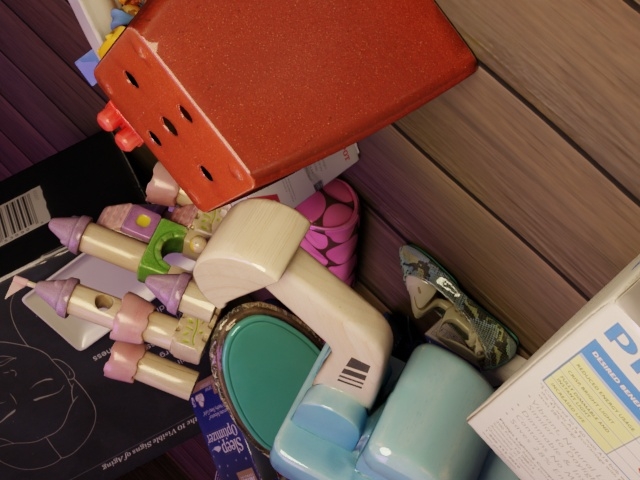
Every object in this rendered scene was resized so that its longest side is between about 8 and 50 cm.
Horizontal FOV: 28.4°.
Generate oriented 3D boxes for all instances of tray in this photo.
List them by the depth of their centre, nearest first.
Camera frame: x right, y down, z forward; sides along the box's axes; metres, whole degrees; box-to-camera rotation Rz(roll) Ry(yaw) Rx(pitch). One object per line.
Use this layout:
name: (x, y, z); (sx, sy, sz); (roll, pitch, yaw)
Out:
tray: (-0.299, 0.045, 1.894); (0.145, 0.270, 0.030); (51, -174, -38)

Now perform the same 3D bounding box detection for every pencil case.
pencil case: (0.000, 0.000, 1.607); (0.098, 0.095, 0.209); (9, 148, 5)

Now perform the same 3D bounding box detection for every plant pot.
plant pot: (-0.062, -0.177, 1.223); (0.267, 0.236, 0.267); (53, 158, -8)

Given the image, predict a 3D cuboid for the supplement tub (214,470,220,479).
supplement tub: (-0.061, 0.446, 2.244); (0.241, 0.241, 0.331); (51, 169, -4)

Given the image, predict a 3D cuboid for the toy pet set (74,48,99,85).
toy pet set: (-0.293, -0.230, 1.827); (0.114, 0.065, 0.122); (54, 158, -11)

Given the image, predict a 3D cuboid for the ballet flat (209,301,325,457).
ballet flat: (-0.006, 0.249, 1.760); (0.483, 0.164, 0.182); (50, 180, -25)

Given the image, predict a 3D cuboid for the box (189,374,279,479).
box: (-0.135, 0.320, 2.007); (0.136, 0.036, 0.225); (-33, 79, 56)

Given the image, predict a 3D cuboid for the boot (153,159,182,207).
boot: (-0.158, -0.073, 1.844); (0.161, 0.083, 0.246); (37, 160, 2)

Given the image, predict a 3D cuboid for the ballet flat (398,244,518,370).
ballet flat: (0.147, 0.081, 1.488); (0.188, 0.070, 0.070); (42, 158, 20)

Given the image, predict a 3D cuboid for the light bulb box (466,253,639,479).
light bulb box: (0.352, 0.162, 0.993); (0.358, 0.225, 0.361); (47, 158, 9)

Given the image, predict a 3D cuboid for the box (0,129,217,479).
box: (-0.436, 0.153, 2.114); (0.297, 0.480, 0.472); (56, 171, 53)

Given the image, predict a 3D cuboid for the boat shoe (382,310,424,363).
boat shoe: (0.094, 0.158, 1.708); (0.089, 0.109, 0.258); (39, 174, 6)

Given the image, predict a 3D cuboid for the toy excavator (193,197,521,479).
toy excavator: (0.056, 0.166, 1.396); (0.433, 0.222, 0.445); (28, 148, 4)

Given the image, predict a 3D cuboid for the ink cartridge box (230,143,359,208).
ink cartridge box: (-0.041, -0.101, 1.431); (0.063, 0.150, 0.109); (35, 155, 42)

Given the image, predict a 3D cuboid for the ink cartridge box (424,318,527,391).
ink cartridge box: (0.221, 0.175, 1.527); (0.207, 0.046, 0.097); (31, 151, 40)

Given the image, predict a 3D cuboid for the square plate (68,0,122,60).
square plate: (-0.315, -0.369, 1.545); (0.344, 0.049, 0.347); (56, 169, 45)

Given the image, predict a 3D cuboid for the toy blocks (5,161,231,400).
toy blocks: (-0.229, -0.001, 1.655); (0.260, 0.288, 0.309); (22, 148, 1)

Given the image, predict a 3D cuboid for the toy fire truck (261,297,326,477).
toy fire truck: (-0.030, 0.225, 1.998); (0.302, 0.169, 0.254); (25, 124, 47)

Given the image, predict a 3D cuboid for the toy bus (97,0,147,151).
toy bus: (-0.175, -0.210, 1.430); (0.220, 0.211, 0.149); (53, 160, -4)
